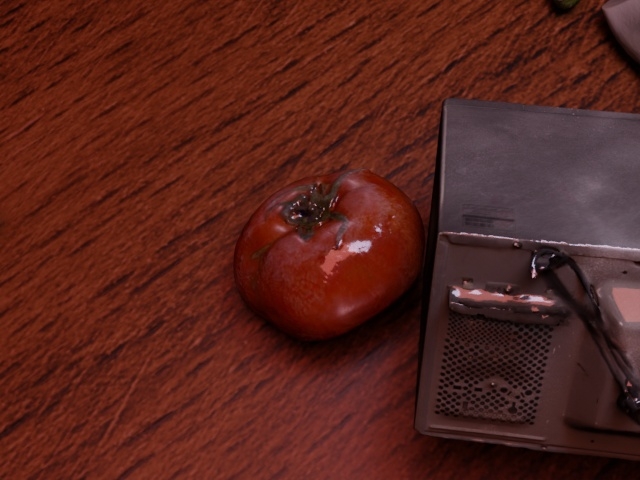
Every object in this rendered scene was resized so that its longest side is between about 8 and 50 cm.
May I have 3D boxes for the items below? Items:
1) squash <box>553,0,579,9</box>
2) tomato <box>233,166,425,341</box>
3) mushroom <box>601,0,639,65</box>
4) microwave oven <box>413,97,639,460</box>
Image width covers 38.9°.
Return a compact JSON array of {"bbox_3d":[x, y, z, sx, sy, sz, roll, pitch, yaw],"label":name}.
[{"bbox_3d":[0.365,-0.400,1.285,0.052,0.052,0.183,19,68,11],"label":"squash"},{"bbox_3d":[0.000,0.000,1.062,0.236,0.095,0.237,-15,44,15],"label":"tomato"},{"bbox_3d":[0.462,-0.255,1.201,0.116,0.093,0.225,-25,75,15],"label":"mushroom"},{"bbox_3d":[0.323,0.039,0.912,0.431,0.236,0.374,6,31,6],"label":"microwave oven"}]
